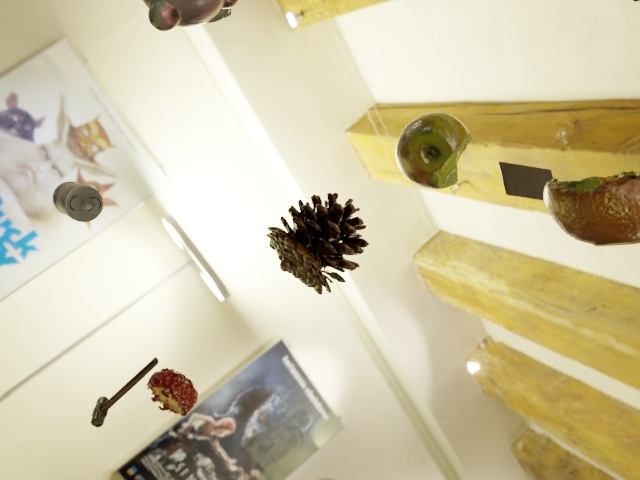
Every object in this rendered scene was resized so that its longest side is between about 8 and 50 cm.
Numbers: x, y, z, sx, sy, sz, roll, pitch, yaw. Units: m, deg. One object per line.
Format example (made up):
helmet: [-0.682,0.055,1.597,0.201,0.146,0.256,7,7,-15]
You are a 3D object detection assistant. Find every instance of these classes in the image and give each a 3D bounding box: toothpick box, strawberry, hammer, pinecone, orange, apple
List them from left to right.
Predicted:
toothpick box: [-0.673,-0.110,1.640,0.153,0.101,0.101,16,-38,52]
hammer: [-0.701,0.534,2.136,0.043,0.365,0.111,39,22,-26]
strawberry: [-0.384,0.391,1.544,0.145,0.086,0.145,20,-34,14]
pinecone: [0.005,-0.001,1.505,0.264,0.264,0.264,48,-15,18]
apple: [0.362,-0.281,1.871,0.246,0.246,0.226,53,8,0]
orange: [0.744,-0.083,1.502,0.262,0.334,0.196,-96,179,-81]

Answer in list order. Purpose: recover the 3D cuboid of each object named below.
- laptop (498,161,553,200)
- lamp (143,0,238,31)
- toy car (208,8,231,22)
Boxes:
laptop: [0.667,-0.185,1.902,0.016,0.197,0.135,118,-25,-56]
lamp: [-0.316,-0.632,1.303,0.247,0.247,0.301,-15,-73,50]
toy car: [-0.358,-0.711,1.556,0.314,0.166,0.198,29,-19,-35]
